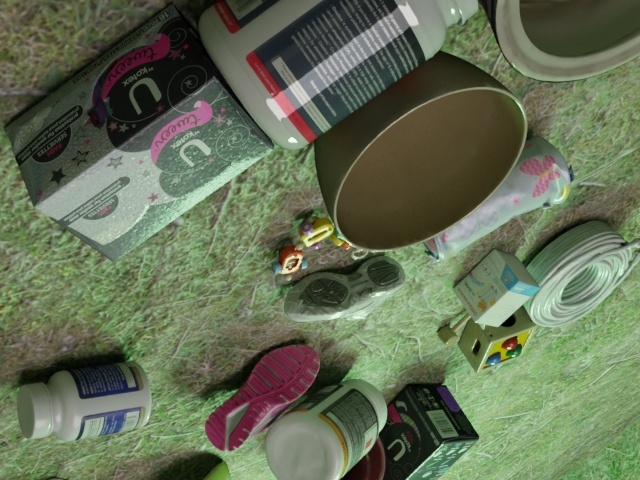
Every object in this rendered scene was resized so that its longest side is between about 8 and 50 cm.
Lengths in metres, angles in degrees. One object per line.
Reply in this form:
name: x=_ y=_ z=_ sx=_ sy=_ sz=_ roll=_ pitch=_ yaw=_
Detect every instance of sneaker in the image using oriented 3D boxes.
sneaker: x=0.039 y=0.110 z=1.626 sx=0.232 sy=0.090 sz=0.115 roll=-13 pitch=146 yaw=-24
sneaker: x=-0.106 y=0.289 z=1.744 sx=0.252 sy=0.103 sz=0.111 roll=-39 pitch=171 yaw=-2

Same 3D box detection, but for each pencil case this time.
pencil case: x=0.284 y=-0.070 z=1.557 sx=0.273 sy=0.113 sz=0.124 roll=-26 pitch=125 yaw=-7

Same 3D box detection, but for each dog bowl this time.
dog bowl: x=0.354 y=-0.401 z=1.148 sx=0.408 sy=0.150 sz=0.408 roll=-20 pitch=146 yaw=-15

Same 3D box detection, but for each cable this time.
cable: x=0.536 y=0.072 z=1.961 sx=0.257 sy=0.089 sz=0.257 roll=-2 pitch=133 yaw=-35

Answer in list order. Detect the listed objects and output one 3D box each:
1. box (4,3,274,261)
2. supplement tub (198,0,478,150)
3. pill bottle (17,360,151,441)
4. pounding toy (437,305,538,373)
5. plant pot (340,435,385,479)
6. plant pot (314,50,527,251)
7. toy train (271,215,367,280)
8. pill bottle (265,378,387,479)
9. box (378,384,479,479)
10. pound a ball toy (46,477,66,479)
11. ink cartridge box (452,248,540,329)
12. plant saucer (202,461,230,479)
box: x=-0.208 y=-0.118 z=1.075 sx=0.247 sy=0.142 sz=0.163 roll=-35 pitch=147 yaw=5
supplement tub: x=0.018 y=-0.247 z=1.042 sx=0.272 sy=0.191 sz=0.191 roll=-34 pitch=147 yaw=6
pill bottle: x=-0.374 y=0.256 z=1.464 sx=0.187 sy=0.112 sz=0.112 roll=-3 pitch=137 yaw=-36
pounding toy: x=0.360 y=0.206 z=1.999 sx=0.206 sy=0.094 sz=0.181 roll=-16 pitch=144 yaw=-22
plant pot: x=0.011 y=0.488 z=2.020 sx=0.201 sy=0.201 sz=0.180 roll=2 pitch=150 yaw=-40
plant pot: x=0.103 y=-0.150 z=1.238 sx=0.284 sy=0.191 sz=0.284 roll=-21 pitch=145 yaw=-16
toy train: x=0.000 y=0.000 z=1.490 sx=0.166 sy=0.046 sz=0.125 roll=-12 pitch=144 yaw=-22
pill bottle: x=0.021 y=0.375 z=1.825 sx=0.162 sy=0.162 sz=0.278 roll=-48 pitch=167 yaw=24
box: x=0.212 y=0.483 z=2.180 sx=0.143 sy=0.165 sz=0.270 roll=6 pitch=132 yaw=-43
pound a ball toy: x=-0.455 y=0.585 z=1.743 sx=0.136 sy=0.208 sz=0.319 roll=-37 pitch=147 yaw=8
ink cartridge box: x=0.345 y=0.103 z=1.853 sx=0.090 sy=0.092 sz=0.143 roll=15 pitch=125 yaw=-48
plant saucer: x=-0.258 y=0.571 z=1.931 sx=0.241 sy=0.037 sz=0.241 roll=-53 pitch=169 yaw=-15
